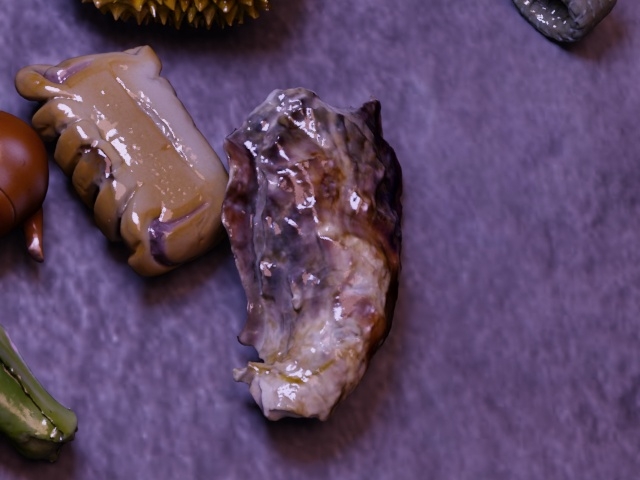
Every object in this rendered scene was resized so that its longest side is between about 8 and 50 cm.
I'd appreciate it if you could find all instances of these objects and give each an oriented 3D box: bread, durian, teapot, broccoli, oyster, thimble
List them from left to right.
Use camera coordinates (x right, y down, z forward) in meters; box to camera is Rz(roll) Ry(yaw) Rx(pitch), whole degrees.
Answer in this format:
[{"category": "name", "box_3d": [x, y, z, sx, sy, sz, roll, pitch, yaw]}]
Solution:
[{"category": "broccoli", "box_3d": [-0.323, 0.074, 1.601, 0.304, 0.165, 0.145, 40, 103, -7]}, {"category": "teapot", "box_3d": [-0.294, -0.049, 1.655, 0.173, 0.116, 0.116, 41, 60, -23]}, {"category": "bread", "box_3d": [-0.169, -0.077, 1.727, 0.134, 0.081, 0.225, -25, 73, -29]}, {"category": "durian", "box_3d": [-0.134, -0.265, 1.798, 0.249, 0.183, 0.138, 7, 101, -16]}, {"category": "oyster", "box_3d": [0.006, -0.003, 1.712, 0.275, 0.100, 0.271, -30, 91, -32]}, {"category": "thimble", "box_3d": [0.232, -0.249, 1.910, 0.110, 0.084, 0.062, 44, 63, 4]}]
